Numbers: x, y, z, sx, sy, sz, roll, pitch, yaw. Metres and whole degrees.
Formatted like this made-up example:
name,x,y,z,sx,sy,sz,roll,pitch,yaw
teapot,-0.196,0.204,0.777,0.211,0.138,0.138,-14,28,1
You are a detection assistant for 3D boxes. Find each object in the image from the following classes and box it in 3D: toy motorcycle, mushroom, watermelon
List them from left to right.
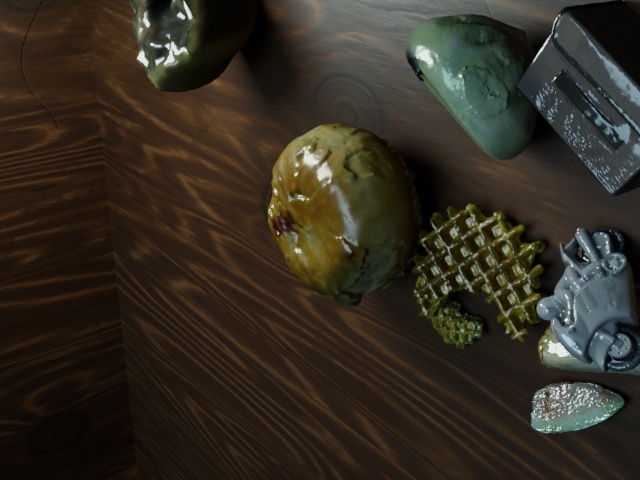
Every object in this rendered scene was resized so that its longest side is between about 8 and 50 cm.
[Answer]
name,x,y,z,sx,sy,sz,roll,pitch,yaw
watermelon,0.489,0.314,1.416,0.180,0.081,0.094,-6,84,38
toy motorcycle,0.445,0.101,1.258,0.171,0.110,0.260,-16,55,29
mushroom,0.519,0.190,1.268,0.351,0.123,0.095,-6,111,59

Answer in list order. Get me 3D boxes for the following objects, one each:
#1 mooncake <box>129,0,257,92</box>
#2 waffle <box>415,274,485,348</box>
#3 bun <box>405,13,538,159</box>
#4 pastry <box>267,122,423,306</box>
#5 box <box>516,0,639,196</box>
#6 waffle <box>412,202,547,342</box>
name,x,y,z,sx,sy,sz,roll,pitch,yaw
mooncake,-0.365,-0.585,1.872,0.246,0.393,0.394,-24,48,56
waffle,0.278,0.140,1.631,0.194,0.051,0.149,59,144,17
bun,0.289,-0.287,1.296,0.187,0.293,0.293,-41,67,15
pastry,0.058,-0.061,1.667,0.409,0.245,0.409,29,126,48
box,0.448,-0.215,1.135,0.252,0.188,0.153,54,139,19
waffle,0.316,0.055,1.504,0.293,0.069,0.259,14,108,38
